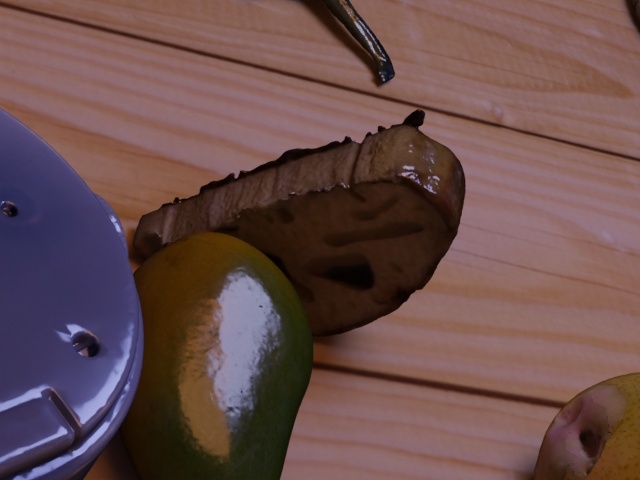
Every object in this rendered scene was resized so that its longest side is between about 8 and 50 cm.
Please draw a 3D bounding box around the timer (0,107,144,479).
[{"bbox_3d":[-0.293,0.051,1.137,0.395,0.173,0.395,19,41,-17],"label":"timer"}]

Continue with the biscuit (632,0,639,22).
[{"bbox_3d":[0.468,-0.223,2.054,0.290,0.038,0.141,42,38,10],"label":"biscuit"}]

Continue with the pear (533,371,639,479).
[{"bbox_3d":[0.263,0.189,1.400,0.178,0.178,0.178,19,42,-18],"label":"pear"}]

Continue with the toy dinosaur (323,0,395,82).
[{"bbox_3d":[-0.025,-0.315,1.776,0.147,0.076,0.363,20,39,-48],"label":"toy dinosaur"}]

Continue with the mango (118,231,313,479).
[{"bbox_3d":[-0.085,0.107,1.287,0.156,0.114,0.251,27,51,-26],"label":"mango"}]

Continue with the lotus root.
[{"bbox_3d":[0.000,0.000,1.400,0.170,0.261,0.074,51,28,-33],"label":"lotus root"}]
